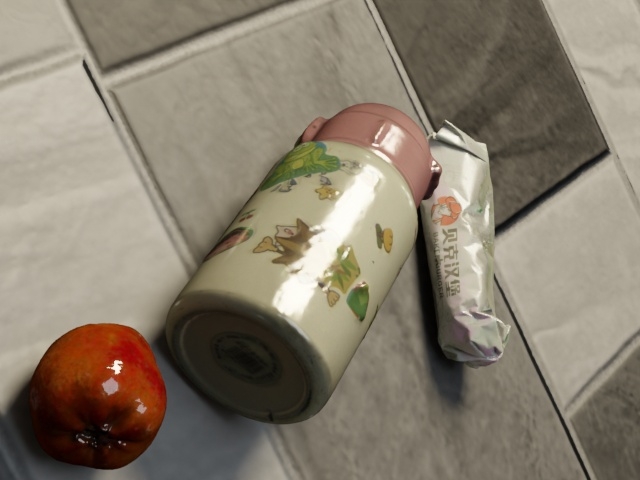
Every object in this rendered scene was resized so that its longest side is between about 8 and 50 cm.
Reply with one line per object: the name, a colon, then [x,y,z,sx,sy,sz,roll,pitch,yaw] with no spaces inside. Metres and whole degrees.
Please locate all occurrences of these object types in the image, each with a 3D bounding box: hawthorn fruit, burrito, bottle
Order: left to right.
hawthorn fruit: [-0.131,0.086,0.766,0.081,0.081,0.093,41,20,-28]
bottle: [0.000,0.000,0.896,0.120,0.120,0.253,51,44,-20]
burrito: [0.116,0.004,1.057,0.064,0.064,0.203,13,64,-43]
